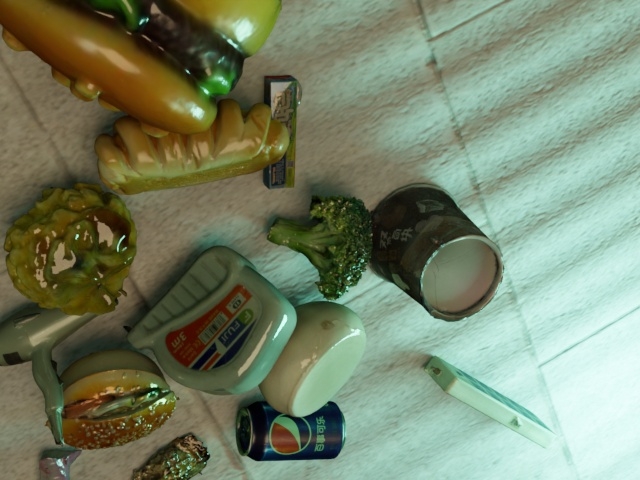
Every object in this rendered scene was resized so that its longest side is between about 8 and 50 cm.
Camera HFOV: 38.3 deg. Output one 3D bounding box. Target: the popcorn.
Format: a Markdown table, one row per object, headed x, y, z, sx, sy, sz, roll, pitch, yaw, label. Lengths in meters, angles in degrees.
| x | y | z | sx | sy | sz | roll | pitch | yaw | label |
| --- | --- | --- | --- | --- | --- | --- | --- | --- | --- |
| -0.396 | 0.015 | 1.481 | 0.218 | 0.169 | 0.189 | -43 | 129 | -20 | popcorn |

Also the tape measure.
| x | y | z | sx | sy | sz | roll | pitch | yaw | label |
| --- | --- | --- | --- | --- | --- | --- | --- | --- | --- |
| -0.180 | 0.151 | 1.606 | 0.243 | 0.246 | 0.125 | -48 | 158 | 2 | tape measure |

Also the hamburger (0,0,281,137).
| x | y | z | sx | sy | sz | roll | pitch | yaw | label |
| --- | --- | --- | --- | --- | --- | --- | --- | --- | --- |
| -0.273 | -0.323 | 1.256 | 0.396 | 0.396 | 0.277 | 33 | 93 | -30 | hamburger |

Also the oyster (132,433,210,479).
| x | y | z | sx | sy | sz | roll | pitch | yaw | label |
| --- | --- | --- | --- | --- | --- | --- | --- | --- | --- |
| -0.296 | 0.452 | 1.787 | 0.177 | 0.056 | 0.105 | -24 | 127 | -15 | oyster |

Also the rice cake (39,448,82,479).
| x | y | z | sx | sy | sz | roll | pitch | yaw | label |
| --- | --- | --- | --- | --- | --- | --- | --- | --- | --- |
| -0.485 | 0.516 | 1.739 | 0.081 | 0.051 | 0.290 | -5 | 115 | -19 | rice cake |

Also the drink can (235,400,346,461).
| x | y | z | sx | sy | sz | roll | pitch | yaw | label |
| --- | --- | --- | --- | --- | --- | --- | --- | --- | --- |
| -0.058 | 0.373 | 1.805 | 0.205 | 0.118 | 0.118 | 3 | 111 | -22 | drink can |

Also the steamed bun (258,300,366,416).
| x | y | z | sx | sy | sz | roll | pitch | yaw | label |
| --- | --- | --- | --- | --- | --- | --- | --- | --- | --- |
| -0.030 | 0.207 | 1.713 | 0.232 | 0.145 | 0.232 | -39 | 151 | -26 | steamed bun |

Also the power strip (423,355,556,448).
| x | y | z | sx | sy | sz | roll | pitch | yaw | label |
| --- | --- | --- | --- | --- | --- | --- | --- | --- | --- |
| 0.361 | 0.344 | 1.961 | 0.367 | 0.106 | 0.043 | 32 | 97 | -30 | power strip |

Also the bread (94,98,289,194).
| x | y | z | sx | sy | sz | roll | pitch | yaw | label |
| --- | --- | --- | --- | --- | --- | --- | --- | --- | --- |
| -0.206 | -0.156 | 1.483 | 0.311 | 0.173 | 0.121 | -11 | 81 | -15 | bread |

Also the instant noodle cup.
| x | y | z | sx | sy | sz | roll | pitch | yaw | label |
| --- | --- | --- | --- | --- | --- | --- | --- | --- | --- |
| 0.215 | 0.028 | 1.705 | 0.217 | 0.207 | 0.217 | -9 | 117 | -19 | instant noodle cup |

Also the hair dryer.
| x | y | z | sx | sy | sz | roll | pitch | yaw | label |
| --- | --- | --- | --- | --- | --- | --- | --- | --- | --- |
| -0.406 | 0.181 | 1.519 | 0.229 | 0.267 | 0.092 | -42 | 148 | -15 | hair dryer |

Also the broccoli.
| x | y | z | sx | sy | sz | roll | pitch | yaw | label |
| --- | --- | --- | --- | --- | --- | --- | --- | --- | --- |
| 0.000 | 0.000 | 1.650 | 0.194 | 0.194 | 0.219 | -8 | 139 | -18 | broccoli |

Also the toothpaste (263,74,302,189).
| x | y | z | sx | sy | sz | roll | pitch | yaw | label |
| --- | --- | --- | --- | --- | --- | --- | --- | --- | --- |
| -0.061 | -0.186 | 1.594 | 0.070 | 0.044 | 0.193 | -6 | 115 | -18 | toothpaste |

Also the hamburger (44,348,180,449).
| x | y | z | sx | sy | sz | roll | pitch | yaw | label |
| --- | --- | --- | --- | --- | --- | --- | --- | --- | --- |
| -0.365 | 0.286 | 1.602 | 0.237 | 0.147 | 0.237 | -14 | 149 | -9 | hamburger |
